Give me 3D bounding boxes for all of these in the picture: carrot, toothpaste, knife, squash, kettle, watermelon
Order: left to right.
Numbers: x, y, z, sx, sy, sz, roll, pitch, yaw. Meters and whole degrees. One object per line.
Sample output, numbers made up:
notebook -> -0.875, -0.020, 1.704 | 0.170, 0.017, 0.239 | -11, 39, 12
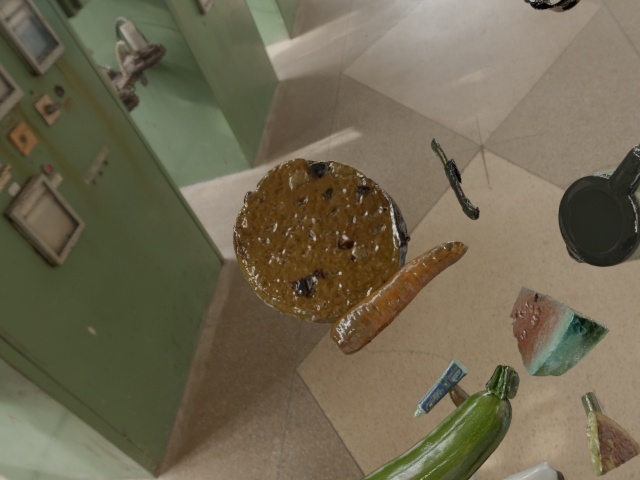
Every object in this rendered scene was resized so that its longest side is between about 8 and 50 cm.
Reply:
carrot -> 0.090, 0.061, 0.640 | 0.191, 0.047, 0.047 | -40, 41, -3
squash -> 0.128, 0.276, 0.671 | 0.318, 0.080, 0.071 | -40, 0, 5
toothpaste -> 0.322, 0.407, 1.504 | 0.057, 0.035, 0.197 | 43, 86, 5
knife -> 0.221, -0.100, 0.905 | 0.021, 0.045, 0.222 | -13, 41, 1
watermelon -> 0.451, 0.167, 1.114 | 0.154, 0.095, 0.241 | -59, 12, 19
kettle -> 0.804, -0.111, 1.304 | 0.377, 0.361, 0.250 | -11, 52, -23

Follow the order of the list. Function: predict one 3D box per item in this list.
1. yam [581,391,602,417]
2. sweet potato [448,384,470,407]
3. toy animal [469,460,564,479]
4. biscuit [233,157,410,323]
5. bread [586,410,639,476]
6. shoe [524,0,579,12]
yam -> 0.773, 0.482, 1.570 | 0.043, 0.043, 0.094 | -14, 46, 13
sweet potato -> 0.432, 0.498, 1.580 | 0.077, 0.243, 0.077 | -24, 13, 6
toy animal -> 0.244, 0.472, 0.813 | 0.209, 0.325, 0.154 | 14, 7, 17
biscuit -> 0.000, 0.001, 0.928 | 0.296, 0.075, 0.295 | 0, 78, 1
bread -> 0.689, 0.480, 1.342 | 0.154, 0.054, 0.135 | -16, 76, -30
shoe -> 0.338, -0.344, 0.757 | 0.062, 0.053, 0.159 | 15, 50, 44
